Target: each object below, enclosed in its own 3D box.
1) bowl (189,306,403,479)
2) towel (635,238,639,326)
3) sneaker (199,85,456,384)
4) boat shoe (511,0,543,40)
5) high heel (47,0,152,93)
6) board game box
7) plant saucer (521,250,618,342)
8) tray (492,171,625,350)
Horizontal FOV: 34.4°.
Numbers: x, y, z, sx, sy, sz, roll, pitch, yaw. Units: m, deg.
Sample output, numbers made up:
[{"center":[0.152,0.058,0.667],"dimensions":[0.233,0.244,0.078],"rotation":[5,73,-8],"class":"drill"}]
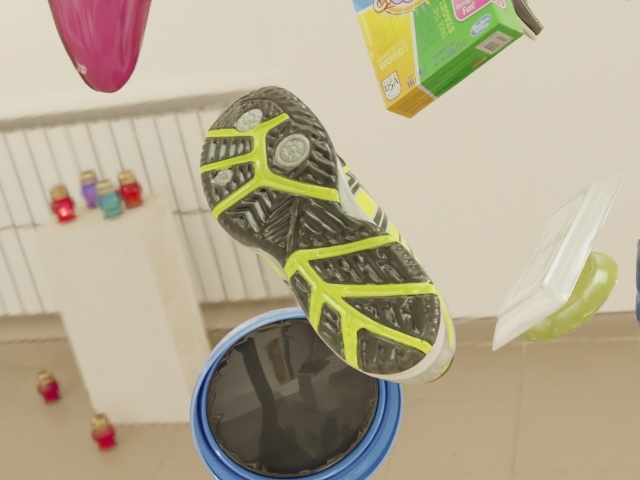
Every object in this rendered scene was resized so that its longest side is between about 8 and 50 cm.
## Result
[{"center":[-0.044,0.304,1.895],"dimensions":[0.391,0.391,0.077],"rotation":[-15,19,-6],"class":"bowl"},{"center":[0.447,0.060,1.419],"dimensions":[0.029,0.119,0.067],"rotation":[2,24,18],"class":"towel"},{"center":[0.000,0.000,1.042],"dimensions":[0.145,0.147,0.385],"rotation":[-34,57,4],"class":"sneaker"},{"center":[0.335,-0.464,1.872],"dimensions":[0.068,0.228,0.081],"rotation":[-39,-11,8],"class":"boat shoe"},{"center":[-0.123,-0.305,0.814],"dimensions":[0.181,0.377,0.127],"rotation":[4,13,18],"class":"high heel"},{"center":[0.167,-0.392,1.649],"dimensions":[0.064,0.316,0.242],"rotation":[11,-36,-44],"class":"board game box"},{"center":[0.485,0.102,2.079],"dimensions":[0.241,0.037,0.241],"rotation":[-39,18,16],"class":"plant saucer"},{"center":[0.296,0.016,1.311],"dimensions":[0.145,0.030,0.270],"rotation":[-44,7,49],"class":"tray"}]
